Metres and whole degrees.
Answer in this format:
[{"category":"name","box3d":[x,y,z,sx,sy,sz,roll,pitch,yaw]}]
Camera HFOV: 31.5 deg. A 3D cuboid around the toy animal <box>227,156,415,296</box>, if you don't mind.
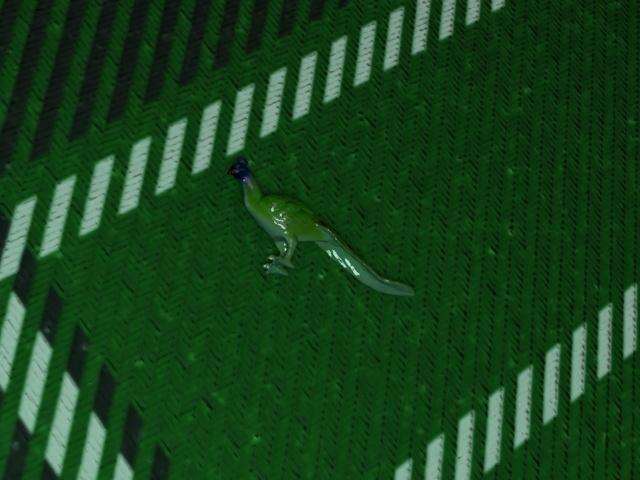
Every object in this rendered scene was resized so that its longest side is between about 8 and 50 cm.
[{"category":"toy animal","box3d":[-0.009,0.012,1.065,0.217,0.041,0.075,38,60,-8]}]
